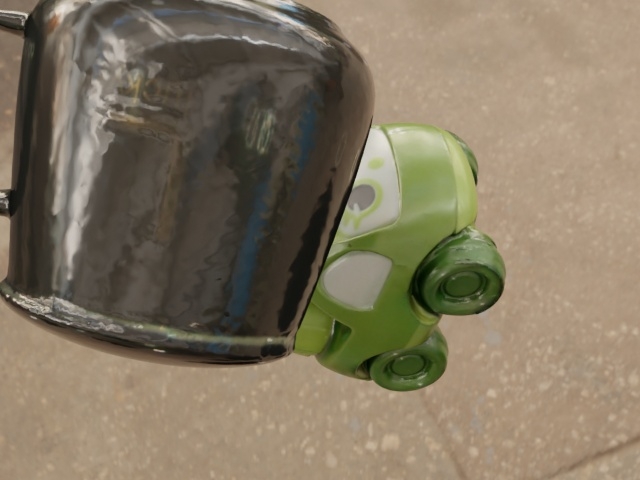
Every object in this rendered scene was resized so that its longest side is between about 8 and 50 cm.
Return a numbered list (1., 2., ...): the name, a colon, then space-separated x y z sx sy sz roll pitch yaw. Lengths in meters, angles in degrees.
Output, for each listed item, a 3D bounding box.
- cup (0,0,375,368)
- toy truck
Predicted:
1. cup: -0.093 -0.037 0.487 0.223 0.169 0.177 11 95 -4
2. toy truck: 0.011 0.012 0.703 0.210 0.187 0.148 -3 47 -6
